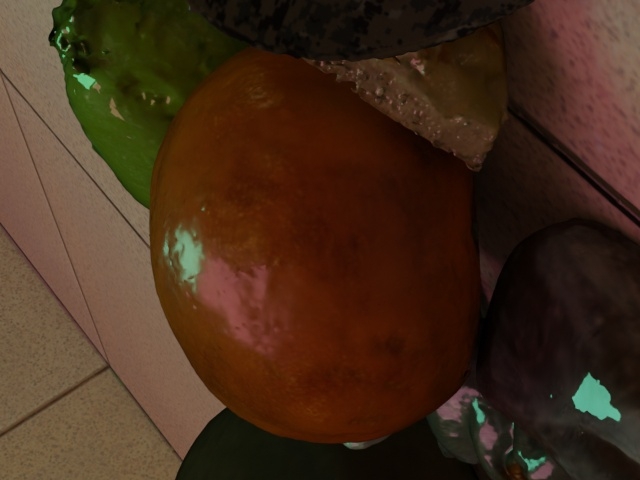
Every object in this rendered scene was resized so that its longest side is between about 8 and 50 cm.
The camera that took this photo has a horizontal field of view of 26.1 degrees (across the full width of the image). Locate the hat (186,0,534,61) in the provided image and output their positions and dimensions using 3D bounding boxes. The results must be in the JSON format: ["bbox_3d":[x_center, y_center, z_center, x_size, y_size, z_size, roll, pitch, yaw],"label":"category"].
[{"bbox_3d":[0.030,-0.218,0.690,0.265,0.265,0.128,81,-176,-52],"label":"hat"}]

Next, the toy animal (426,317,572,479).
[{"bbox_3d":[0.161,0.127,1.004,0.138,0.108,0.236,62,161,-15],"label":"toy animal"}]

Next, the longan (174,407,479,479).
[{"bbox_3d":[0.003,0.306,1.372,0.361,0.361,0.361,49,161,24],"label":"longan"}]

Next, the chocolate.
[{"bbox_3d":[0.181,0.098,0.852,0.254,0.080,0.157,41,130,41],"label":"chocolate"}]

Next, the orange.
[{"bbox_3d":[0.000,0.000,0.948,0.284,0.226,0.284,-9,-90,-83],"label":"orange"}]

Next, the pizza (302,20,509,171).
[{"bbox_3d":[0.050,-0.153,0.859,0.188,0.080,0.204,36,-153,-12],"label":"pizza"}]

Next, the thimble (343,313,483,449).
[{"bbox_3d":[0.030,0.056,1.168,0.211,0.149,0.185,63,164,-16],"label":"thimble"}]

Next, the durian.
[{"bbox_3d":[-0.099,-0.127,1.157,0.340,0.204,0.256,59,179,-35],"label":"durian"}]
